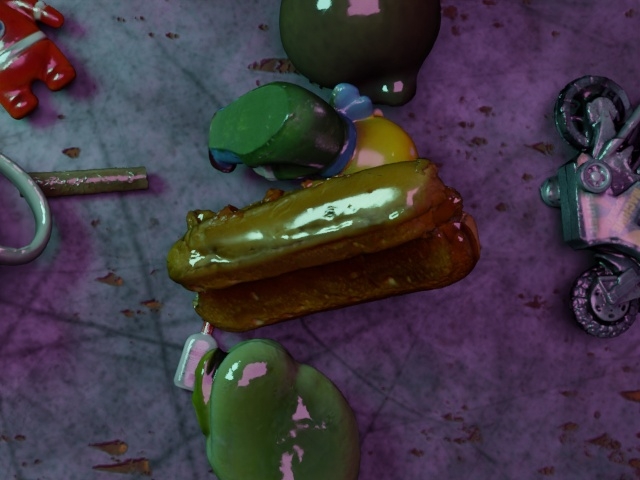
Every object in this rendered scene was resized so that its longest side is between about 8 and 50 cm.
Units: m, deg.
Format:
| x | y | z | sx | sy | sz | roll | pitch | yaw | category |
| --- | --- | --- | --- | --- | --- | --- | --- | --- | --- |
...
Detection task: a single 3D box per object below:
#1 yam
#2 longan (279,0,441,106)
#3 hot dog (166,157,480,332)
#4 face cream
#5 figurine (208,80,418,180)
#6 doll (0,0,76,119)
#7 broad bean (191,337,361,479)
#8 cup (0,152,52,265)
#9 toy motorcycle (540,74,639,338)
| x | y | z | sx | sy | sz | roll | pitch | yaw | category |
| --- | --- | --- | --- | --- | --- | --- | --- | --- | --- |
| -0.269 | -0.066 | 1.542 | 0.145 | 0.032 | 0.032 | -4 | 84 | -4 | yam |
| 0.048 | -0.243 | 1.520 | 0.185 | 0.159 | 0.204 | -28 | 96 | 2 | longan |
| 0.000 | 0.000 | 1.452 | 0.349 | 0.158 | 0.117 | -15 | 44 | 26 | hot dog |
| -0.137 | 0.130 | 1.536 | 0.040 | 0.021 | 0.083 | 18 | 83 | -2 | face cream |
| 0.004 | -0.094 | 1.528 | 0.234 | 0.185 | 0.127 | 15 | 68 | -40 | figurine |
| -0.381 | -0.256 | 1.533 | 0.142 | 0.076 | 0.245 | -36 | 92 | -6 | doll |
| -0.052 | 0.211 | 1.498 | 0.228 | 0.100 | 0.169 | 44 | 90 | -1 | broad bean |
| -0.443 | -0.045 | 1.447 | 0.301 | 0.227 | 0.257 | -8 | 80 | -23 | cup |
| 0.354 | -0.042 | 1.551 | 0.173 | 0.108 | 0.307 | 0 | 83 | -13 | toy motorcycle |
